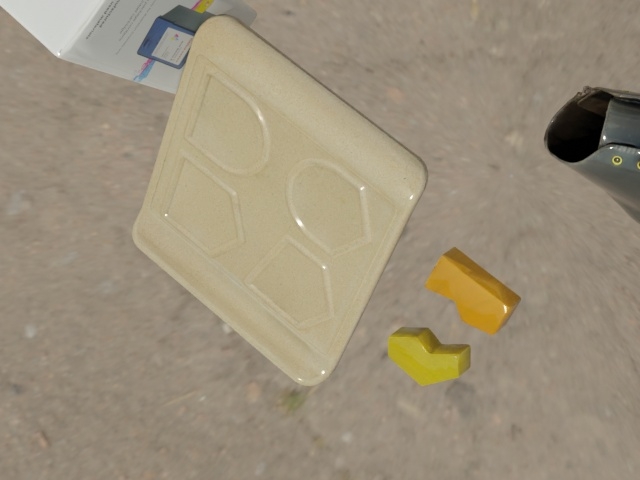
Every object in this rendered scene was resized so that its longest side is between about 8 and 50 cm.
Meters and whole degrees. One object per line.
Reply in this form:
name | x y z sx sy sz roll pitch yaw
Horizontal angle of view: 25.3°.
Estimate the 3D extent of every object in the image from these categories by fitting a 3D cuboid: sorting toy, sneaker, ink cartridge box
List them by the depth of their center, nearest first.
sneaker | 0.238 -0.052 0.840 0.118 0.222 0.083 25 68 -28
ink cartridge box | -0.163 -0.194 1.048 0.154 0.212 0.093 41 100 18
sorting toy | 0.000 0.000 1.072 0.307 0.041 0.229 39 130 16
